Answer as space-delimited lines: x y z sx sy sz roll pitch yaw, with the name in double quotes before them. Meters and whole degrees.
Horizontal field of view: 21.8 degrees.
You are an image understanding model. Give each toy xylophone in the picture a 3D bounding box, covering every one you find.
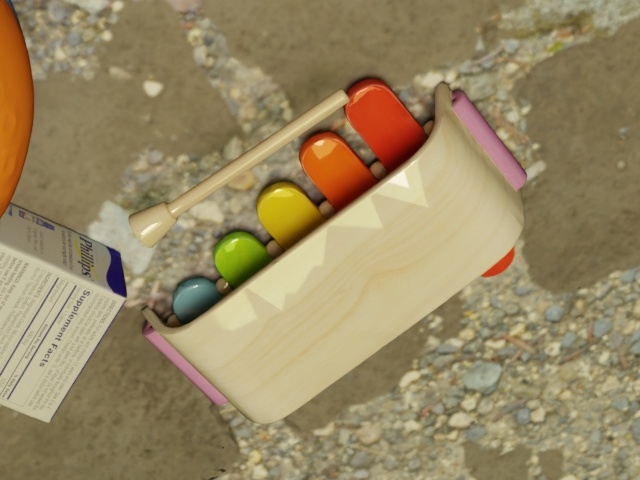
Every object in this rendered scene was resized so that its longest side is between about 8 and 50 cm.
"toy xylophone" 0.000 0.000 1.261 0.322 0.081 0.236 -30 120 6

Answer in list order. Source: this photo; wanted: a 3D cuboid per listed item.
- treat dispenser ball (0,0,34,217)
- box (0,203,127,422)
"treat dispenser ball" -0.323 -0.088 1.030 0.288 0.288 0.288 -5 120 -8
"box" -0.235 0.048 1.249 0.137 0.072 0.126 26 111 -22
